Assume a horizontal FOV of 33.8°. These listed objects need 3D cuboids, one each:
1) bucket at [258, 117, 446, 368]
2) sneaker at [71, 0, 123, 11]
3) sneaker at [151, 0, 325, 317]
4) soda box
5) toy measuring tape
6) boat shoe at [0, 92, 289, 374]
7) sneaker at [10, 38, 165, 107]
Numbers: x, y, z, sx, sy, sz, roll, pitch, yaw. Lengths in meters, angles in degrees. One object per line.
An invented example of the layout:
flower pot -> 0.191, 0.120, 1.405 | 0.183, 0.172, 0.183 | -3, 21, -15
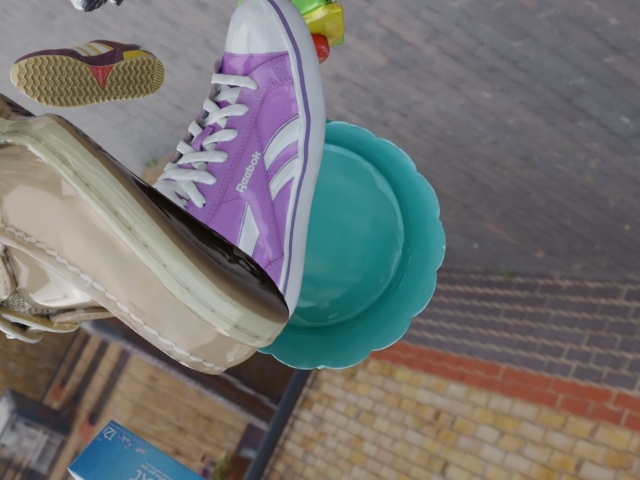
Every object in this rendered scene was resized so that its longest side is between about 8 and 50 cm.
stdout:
bucket -> 0.000, 0.000, 1.227 | 0.281, 0.281, 0.183 | 27, -178, -7
sneaker -> -0.212, -0.287, 0.975 | 0.110, 0.107, 0.275 | 33, -167, -6
sneaker -> -0.087, -0.060, 0.839 | 0.161, 0.282, 0.102 | -2, -171, -36
soda box -> -0.156, 0.269, 1.073 | 0.210, 0.071, 0.067 | 23, 148, 32
toy measuring tape -> -0.036, -0.252, 1.087 | 0.121, 0.121, 0.330 | 25, 175, 5
boat shoe -> -0.143, 0.002, 0.543 | 0.121, 0.110, 0.341 | 40, 172, -40
sneaker -> -0.287, -0.206, 1.276 | 0.185, 0.070, 0.084 | -4, -151, -29
